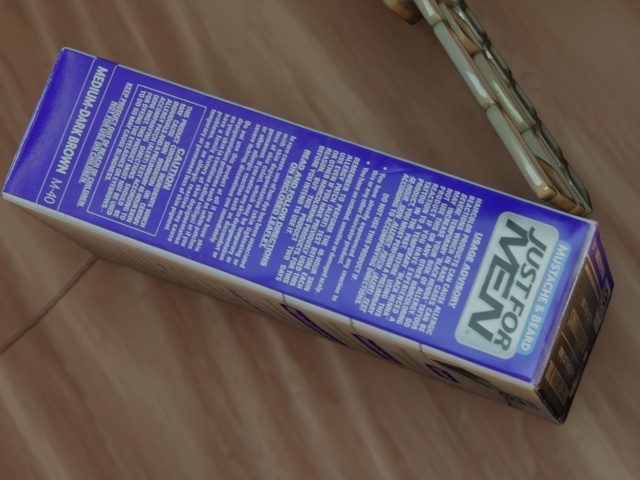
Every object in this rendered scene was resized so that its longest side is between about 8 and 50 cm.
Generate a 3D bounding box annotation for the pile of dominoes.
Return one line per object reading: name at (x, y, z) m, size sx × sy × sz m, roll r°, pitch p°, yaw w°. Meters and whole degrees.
pile of dominoes at (0.079, -0.110, 1.114) m, size 0.040 × 0.196 × 0.251 m, roll -34°, pitch 74°, yaw 13°

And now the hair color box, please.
hair color box at (0.000, 0.000, 1.110) m, size 0.338 × 0.185 × 0.110 m, roll 21°, pitch 83°, yaw 15°
